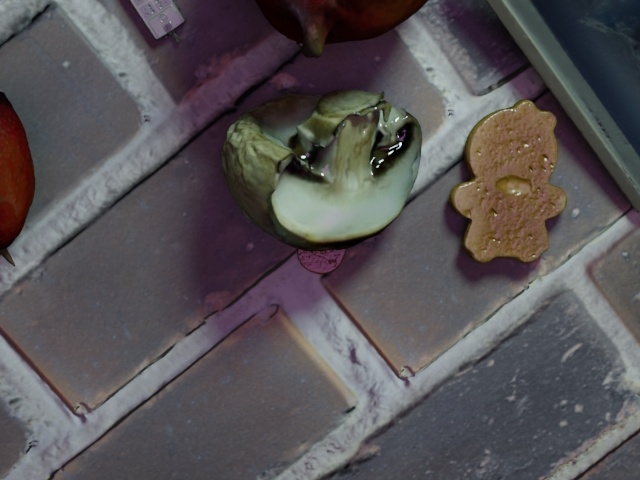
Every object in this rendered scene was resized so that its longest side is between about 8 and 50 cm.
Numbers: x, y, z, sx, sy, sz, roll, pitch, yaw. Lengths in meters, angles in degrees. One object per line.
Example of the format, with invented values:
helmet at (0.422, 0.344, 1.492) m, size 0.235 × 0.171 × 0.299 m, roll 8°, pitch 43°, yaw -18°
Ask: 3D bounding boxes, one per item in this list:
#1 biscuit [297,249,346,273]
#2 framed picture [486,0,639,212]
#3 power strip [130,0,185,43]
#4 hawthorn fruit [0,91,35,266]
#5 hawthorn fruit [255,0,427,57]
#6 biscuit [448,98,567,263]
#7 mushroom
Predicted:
biscuit at (0.000, 0.000, 1.458) m, size 0.078 × 0.015 × 0.091 m, roll 20°, pitch 98°, yaw -6°
framed picture at (0.422, -0.257, 1.314) m, size 0.326 × 0.028 × 0.446 m, roll -26°, pitch 113°, yaw 38°
power strip at (-0.222, -0.316, 1.381) m, size 0.051 × 0.019 × 0.136 m, roll -32°, pitch 101°, yaw 0°
hawthorn fruit at (-0.447, -0.074, 1.340) m, size 0.190 × 0.189 × 0.251 m, roll -14°, pitch 120°, yaw -2°
hawthorn fruit at (0.017, -0.376, 1.246) m, size 0.295 × 0.311 × 0.295 m, roll 16°, pitch 125°, yaw 24°
biscuit at (0.257, -0.080, 1.454) m, size 0.166 × 0.036 × 0.225 m, roll -1°, pitch 98°, yaw -5°
mushroom at (-0.011, -0.097, 1.369) m, size 0.267 × 0.164 × 0.189 m, roll -31°, pitch 131°, yaw -32°
